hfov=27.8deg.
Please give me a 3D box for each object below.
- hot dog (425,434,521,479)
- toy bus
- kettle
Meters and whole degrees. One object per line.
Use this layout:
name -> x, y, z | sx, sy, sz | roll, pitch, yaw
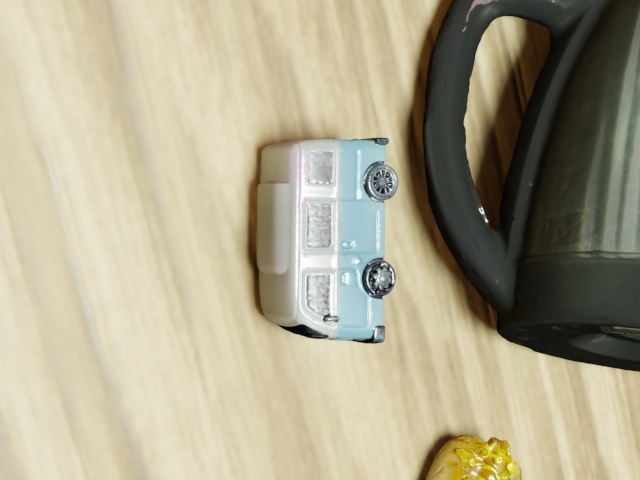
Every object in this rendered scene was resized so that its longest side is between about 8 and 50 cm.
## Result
hot dog -> 0.085, 0.205, 0.846 | 0.071, 0.045, 0.165 | 29, 78, -29
toy bus -> 0.000, 0.000, 0.769 | 0.075, 0.060, 0.123 | 1, 91, -29
kettle -> 0.213, -0.059, 0.853 | 0.207, 0.251, 0.271 | 31, 66, -62
